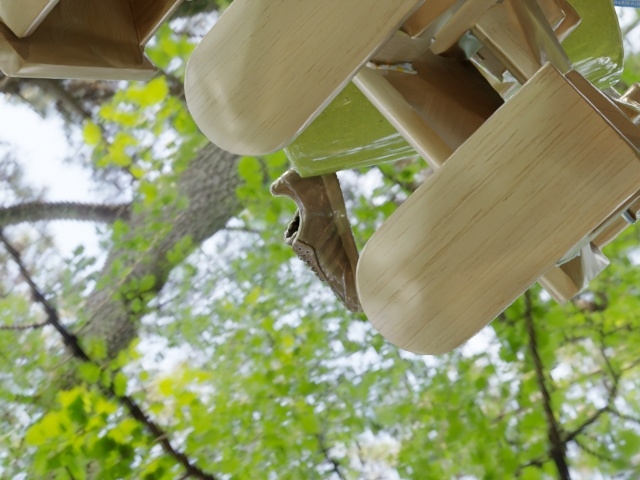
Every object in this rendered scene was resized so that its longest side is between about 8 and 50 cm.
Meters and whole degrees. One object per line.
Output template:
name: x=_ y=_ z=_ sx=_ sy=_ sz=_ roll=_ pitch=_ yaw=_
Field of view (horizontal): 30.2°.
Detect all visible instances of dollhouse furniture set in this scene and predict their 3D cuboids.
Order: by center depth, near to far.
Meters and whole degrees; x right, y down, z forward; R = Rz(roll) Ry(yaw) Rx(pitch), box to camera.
dollhouse furniture set: x=0.006 y=-0.097 z=0.743 sx=0.394 sy=0.256 sz=0.362 roll=49 pitch=-159 yaw=10

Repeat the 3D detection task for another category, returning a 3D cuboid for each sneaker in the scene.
sneaker: x=0.000 y=0.000 z=1.230 sx=0.066 sy=0.071 sz=0.188 roll=-103 pitch=-3 yaw=-58

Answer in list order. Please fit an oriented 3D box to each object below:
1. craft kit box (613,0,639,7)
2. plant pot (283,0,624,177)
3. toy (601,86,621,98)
craft kit box: x=0.332 y=-0.378 z=1.302 sx=0.249 sy=0.247 sz=0.061 roll=1 pitch=-140 yaw=-13
plant pot: x=0.074 y=-0.189 z=1.081 sx=0.293 sy=0.275 sz=0.275 roll=-30 pitch=-96 yaw=0
toy: x=0.283 y=-0.224 z=1.555 sx=0.237 sy=0.056 sz=0.137 roll=7 pitch=-144 yaw=-35
